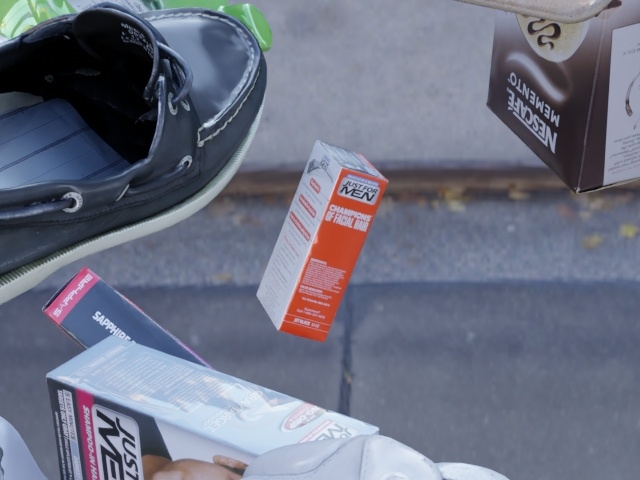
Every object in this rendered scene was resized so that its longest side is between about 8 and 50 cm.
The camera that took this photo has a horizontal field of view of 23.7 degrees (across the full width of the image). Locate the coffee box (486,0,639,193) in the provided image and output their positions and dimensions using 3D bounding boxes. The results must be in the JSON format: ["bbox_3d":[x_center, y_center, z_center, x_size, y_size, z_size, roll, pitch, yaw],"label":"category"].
[{"bbox_3d":[0.240,-0.213,1.285,0.119,0.297,0.168,-13,37,-20],"label":"coffee box"}]

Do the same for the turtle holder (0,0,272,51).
[{"bbox_3d":[-0.208,-0.200,1.451,0.243,0.227,0.320,30,39,-30],"label":"turtle holder"}]

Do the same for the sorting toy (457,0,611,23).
[{"bbox_3d":[0.044,-0.184,0.756,0.307,0.041,0.229,17,40,28],"label":"sorting toy"}]

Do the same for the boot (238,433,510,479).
[{"bbox_3d":[0.016,0.101,0.405,0.123,0.095,0.258,-40,18,-28],"label":"boot"}]

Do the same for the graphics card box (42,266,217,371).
[{"bbox_3d":[-0.180,0.200,2.004,0.094,0.233,0.371,-48,53,-9],"label":"graphics card box"}]

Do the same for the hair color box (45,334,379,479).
[{"bbox_3d":[-0.117,0.250,1.637,0.374,0.185,0.113,15,31,33],"label":"hair color box"}]

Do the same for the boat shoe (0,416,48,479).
[{"bbox_3d":[-0.340,0.277,1.685,0.076,0.228,0.080,-27,23,45],"label":"boat shoe"}]

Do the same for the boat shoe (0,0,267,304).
[{"bbox_3d":[-0.128,-0.073,0.842,0.127,0.113,0.340,43,44,15],"label":"boat shoe"}]

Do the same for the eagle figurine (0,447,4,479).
[{"bbox_3d":[-0.356,0.250,1.265,0.225,0.298,0.226,-24,5,10],"label":"eagle figurine"}]

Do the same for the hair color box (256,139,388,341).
[{"bbox_3d":[0.000,0.000,1.437,0.053,0.167,0.093,15,15,-20],"label":"hair color box"}]
